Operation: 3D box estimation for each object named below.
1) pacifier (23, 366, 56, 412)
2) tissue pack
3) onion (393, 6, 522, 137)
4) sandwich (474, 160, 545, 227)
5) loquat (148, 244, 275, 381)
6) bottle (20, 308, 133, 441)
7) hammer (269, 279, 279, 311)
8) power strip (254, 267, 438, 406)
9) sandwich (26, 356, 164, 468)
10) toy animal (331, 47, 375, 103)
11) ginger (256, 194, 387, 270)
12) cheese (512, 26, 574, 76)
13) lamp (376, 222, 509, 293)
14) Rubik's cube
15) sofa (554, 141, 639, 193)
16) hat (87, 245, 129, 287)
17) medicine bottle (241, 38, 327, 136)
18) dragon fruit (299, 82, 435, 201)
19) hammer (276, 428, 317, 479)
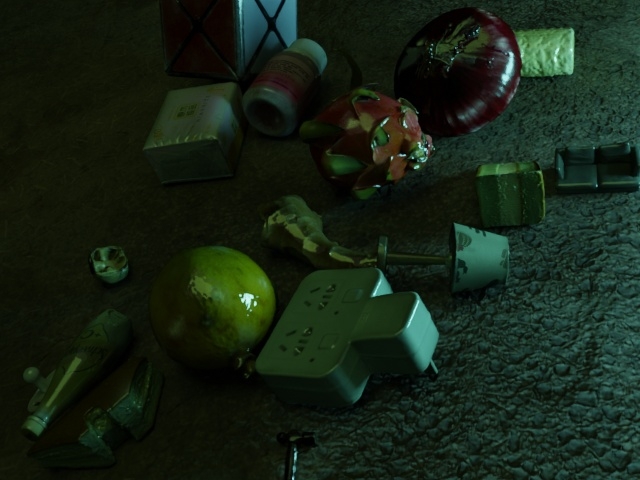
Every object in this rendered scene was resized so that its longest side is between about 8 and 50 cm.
[{"bbox_3d":[-0.494,0.253,1.314,0.081,0.078,0.099,-12,40,40],"label":"pacifier"},{"bbox_3d":[-0.278,-0.250,1.712,0.185,0.124,0.225,-7,44,15],"label":"tissue pack"},{"bbox_3d":[0.296,-0.342,1.558,0.273,0.285,0.273,-4,81,30],"label":"onion"},{"bbox_3d":[0.339,-0.128,1.346,0.117,0.144,0.187,-4,45,14],"label":"sandwich"},{"bbox_3d":[-0.171,0.126,1.243,0.213,0.213,0.246,-30,62,-11],"label":"loquat"},{"bbox_3d":[-0.416,0.230,1.280,0.083,0.083,0.269,2,38,22],"label":"bottle"},{"bbox_3d":[-0.146,0.072,1.388,0.028,0.060,0.195,-29,36,-33],"label":"hammer"},{"bbox_3d":[0.061,0.162,1.188,0.261,0.141,0.229,-4,42,36],"label":"power strip"},{"bbox_3d":[-0.348,0.293,1.207,0.244,0.090,0.088,-40,44,-20],"label":"sandwich"},{"bbox_3d":[0.076,-0.330,1.694,0.095,0.219,0.155,-30,3,13],"label":"toy animal"},{"bbox_3d":[0.000,0.000,1.393,0.294,0.086,0.131,25,49,28],"label":"ginger"},{"bbox_3d":[0.467,-0.410,1.626,0.167,0.094,0.123,1,36,15],"label":"cheese"},{"bbox_3d":[0.202,0.029,1.247,0.215,0.121,0.121,3,46,7],"label":"lamp"},{"bbox_3d":[-0.218,-0.531,1.831,0.259,0.254,0.260,14,25,32],"label":"Rubik's cube"},{"bbox_3d":[0.502,-0.134,1.352,0.147,0.060,0.085,0,47,20],"label":"sofa"},{"bbox_3d":[-0.427,0.055,1.505,0.076,0.059,0.077,-13,46,-17],"label":"hat"},{"bbox_3d":[-0.076,-0.363,1.741,0.147,0.147,0.247,7,48,26],"label":"medicine bottle"},{"bbox_3d":[0.091,-0.193,1.456,0.227,0.224,0.224,-19,39,29],"label":"dragon fruit"},{"bbox_3d":[-0.042,0.355,1.081,0.065,0.021,0.178,-7,45,13],"label":"hammer"}]
